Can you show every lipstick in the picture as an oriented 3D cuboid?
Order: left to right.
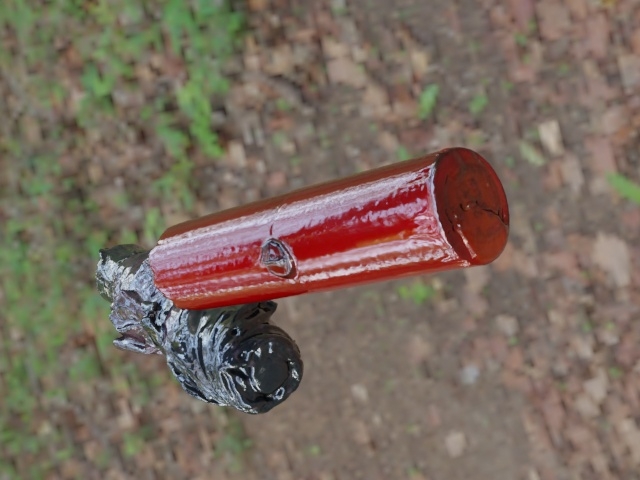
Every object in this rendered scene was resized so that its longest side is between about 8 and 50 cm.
[{"bbox_3d":[0.000,-0.001,1.151,0.280,0.073,0.073,-13,92,49],"label":"lipstick"}]

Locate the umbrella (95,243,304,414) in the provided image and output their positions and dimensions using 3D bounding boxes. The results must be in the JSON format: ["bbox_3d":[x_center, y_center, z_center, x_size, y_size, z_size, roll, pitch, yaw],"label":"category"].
[{"bbox_3d":[-0.106,0.058,1.407,0.326,0.094,0.090,24,115,61],"label":"umbrella"}]
